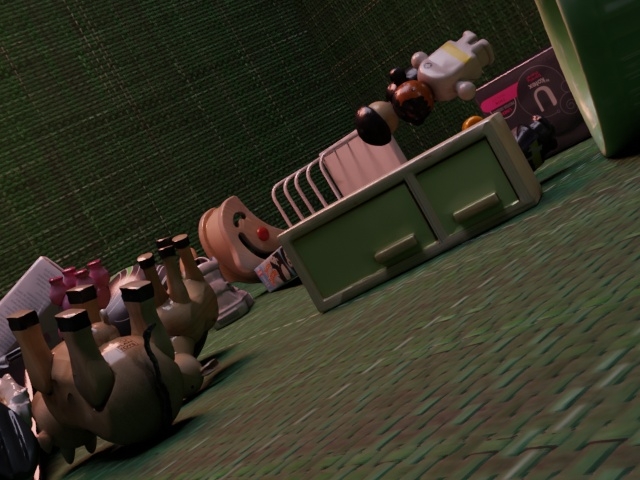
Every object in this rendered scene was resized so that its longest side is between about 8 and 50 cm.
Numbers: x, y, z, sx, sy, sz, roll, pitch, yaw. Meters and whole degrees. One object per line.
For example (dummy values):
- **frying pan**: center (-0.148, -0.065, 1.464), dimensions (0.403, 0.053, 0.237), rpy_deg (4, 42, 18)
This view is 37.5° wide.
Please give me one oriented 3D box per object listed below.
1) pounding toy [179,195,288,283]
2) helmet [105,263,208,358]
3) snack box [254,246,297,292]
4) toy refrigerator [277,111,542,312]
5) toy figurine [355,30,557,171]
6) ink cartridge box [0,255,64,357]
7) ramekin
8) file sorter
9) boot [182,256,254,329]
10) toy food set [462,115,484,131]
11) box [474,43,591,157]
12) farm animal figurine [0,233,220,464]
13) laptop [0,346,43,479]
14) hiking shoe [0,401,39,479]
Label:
- **pounding toy**: center (-0.176, 0.013, 1.869), dimensions (0.269, 0.154, 0.154), rpy_deg (6, -24, -45)
- **helmet**: center (-0.223, 0.109, 1.214), dimensions (0.169, 0.169, 0.161), rpy_deg (-26, 20, 50)
- **snack box**: center (0.000, 0.000, 1.653), dimensions (0.187, 0.060, 0.322), rpy_deg (-33, -1, -18)
- **toy refrigerator**: center (0.095, -0.028, 1.030), dimensions (0.269, 0.102, 0.094), rpy_deg (-28, 3, 21)
- **toy figurine**: center (0.161, -0.132, 1.166), dimensions (0.148, 0.213, 0.209), rpy_deg (-39, 7, -10)
- **ink cartridge box**: center (-0.457, 0.211, 1.377), dimensions (0.330, 0.071, 0.324), rpy_deg (-53, -10, -17)
- **ramekin**: center (0.311, -0.253, 0.975), dimensions (0.148, 0.304, 0.303), rpy_deg (-21, 4, 13)
- **file sorter**: center (0.049, -0.097, 1.921), dimensions (0.173, 0.193, 0.277), rpy_deg (-33, 4, -25)
- **boot**: center (-0.187, 0.083, 1.707), dimensions (0.095, 0.123, 0.258), rpy_deg (-30, 3, -8)
- **toy food set**: center (0.371, -0.224, 1.676), dimensions (0.232, 0.111, 0.104), rpy_deg (-32, 3, 6)
- **box**: center (0.376, -0.232, 1.442), dimensions (0.165, 0.143, 0.270), rpy_deg (-28, 3, 37)
- **farm animal figurine**: center (-0.215, 0.127, 0.925), dimensions (0.330, 0.172, 0.326), rpy_deg (-22, 12, -24)
- **laptop**: center (-0.458, 0.327, 1.120), dimensions (0.381, 0.236, 0.408), rpy_deg (-29, -26, -5)
- **hiking shoe**: center (-0.288, 0.229, 0.558), dimensions (0.304, 0.113, 0.132), rpy_deg (-39, -23, -36)
